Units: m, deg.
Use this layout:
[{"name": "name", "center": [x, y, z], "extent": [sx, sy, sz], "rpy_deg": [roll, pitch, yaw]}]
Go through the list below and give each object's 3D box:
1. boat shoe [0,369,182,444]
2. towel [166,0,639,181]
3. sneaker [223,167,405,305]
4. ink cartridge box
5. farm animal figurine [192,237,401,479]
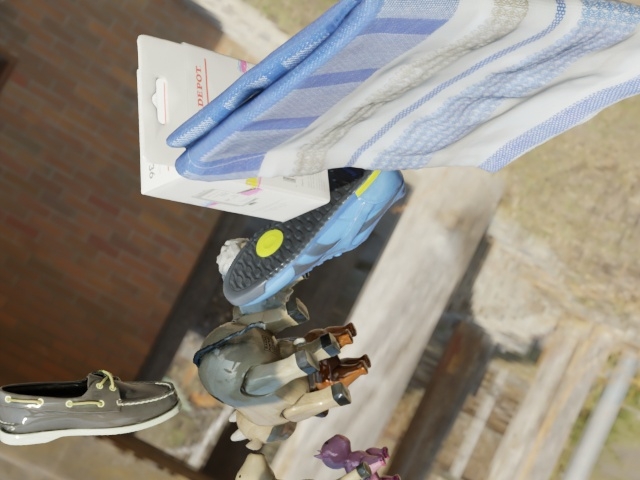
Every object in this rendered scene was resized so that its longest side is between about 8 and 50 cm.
[{"name": "boat shoe", "center": [-0.287, 0.200, 1.500], "extent": [0.227, 0.069, 0.081], "rpy_deg": [-8, -164, -11]}, {"name": "towel", "center": [0.075, -0.086, 0.716], "extent": [0.285, 0.034, 0.209], "rpy_deg": [-4, 163, -39]}, {"name": "sneaker", "center": [0.000, 0.000, 1.172], "extent": [0.069, 0.209, 0.082], "rpy_deg": [43, 175, 47]}, {"name": "ink cartridge box", "center": [-0.088, -0.091, 1.017], "extent": [0.198, 0.115, 0.067], "rpy_deg": [11, 157, -43]}, {"name": "farm animal figurine", "center": [-0.045, 0.203, 1.407], "extent": [0.330, 0.172, 0.327], "rpy_deg": [-96, -20, -51]}]
